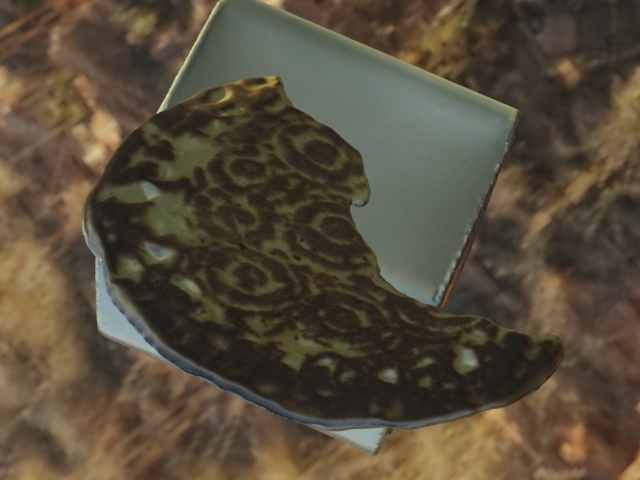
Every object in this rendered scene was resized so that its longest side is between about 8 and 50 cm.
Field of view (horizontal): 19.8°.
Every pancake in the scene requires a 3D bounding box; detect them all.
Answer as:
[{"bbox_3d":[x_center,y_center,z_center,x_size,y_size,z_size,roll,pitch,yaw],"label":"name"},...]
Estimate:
[{"bbox_3d":[0.000,0.000,0.708,0.184,0.190,0.020,5,134,-5],"label":"pancake"}]

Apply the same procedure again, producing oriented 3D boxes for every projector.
[{"bbox_3d":[-0.011,-0.010,1.411,0.249,0.248,0.248,24,156,4],"label":"projector"}]
